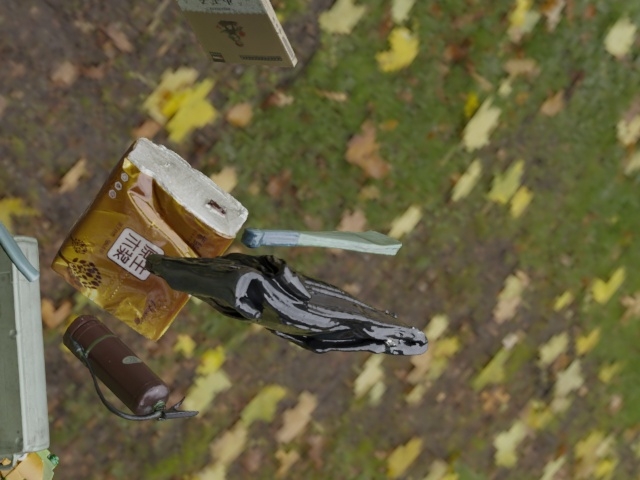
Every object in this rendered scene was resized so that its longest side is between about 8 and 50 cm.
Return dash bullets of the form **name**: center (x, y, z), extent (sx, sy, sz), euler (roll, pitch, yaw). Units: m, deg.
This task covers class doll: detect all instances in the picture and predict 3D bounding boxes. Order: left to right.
- **doll**: center (-0.435, 0.368, 2.015), extent (0.106, 0.134, 0.186), euler (136, -29, -68)

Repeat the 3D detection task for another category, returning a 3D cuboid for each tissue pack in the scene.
- **tissue pack**: center (-0.228, -0.002, 1.910), extent (0.226, 0.183, 0.092), euler (-50, -171, 34)

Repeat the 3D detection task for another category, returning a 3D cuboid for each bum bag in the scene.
- **bum bag**: center (-0.024, 0.051, 1.148), extent (0.248, 0.123, 0.060), euler (24, 84, -45)

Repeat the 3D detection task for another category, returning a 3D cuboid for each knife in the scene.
- **knife**: center (-0.358, -0.038, 1.532), extent (0.015, 0.210, 0.028), euler (-43, 162, 20)

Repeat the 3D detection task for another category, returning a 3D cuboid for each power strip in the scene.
- **power strip**: center (-0.351, 0.119, 1.613), extent (0.052, 0.078, 0.272), euler (2, 82, -62)

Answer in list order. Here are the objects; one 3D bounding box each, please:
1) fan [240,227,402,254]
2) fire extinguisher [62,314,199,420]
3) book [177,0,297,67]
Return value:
- **fan**: center (0.000, 0.000, 1.197), extent (0.193, 0.038, 0.016), euler (3, 108, -51)
- **fire extinguisher**: center (-0.199, 0.136, 1.427), extent (0.078, 0.157, 0.045), euler (-20, 139, -42)
- **book**: center (-0.121, -0.297, 1.831), extent (0.016, 0.138, 0.198), euler (-63, 145, -29)
